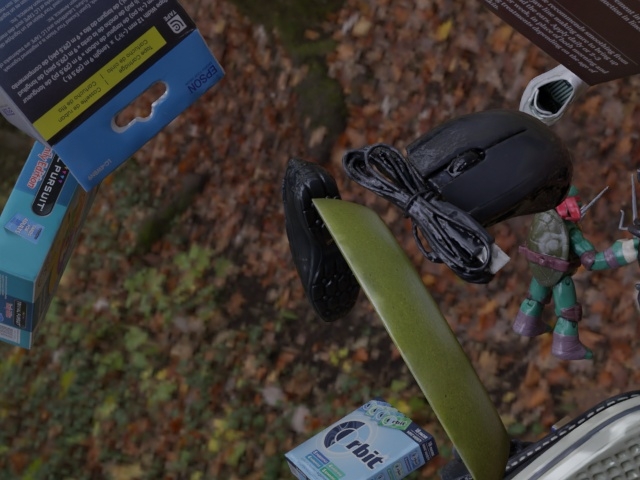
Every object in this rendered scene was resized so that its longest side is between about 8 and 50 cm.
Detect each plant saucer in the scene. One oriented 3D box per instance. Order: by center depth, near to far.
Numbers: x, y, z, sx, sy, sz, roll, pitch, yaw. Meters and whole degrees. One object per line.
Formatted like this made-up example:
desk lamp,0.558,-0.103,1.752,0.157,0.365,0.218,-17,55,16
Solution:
plant saucer,0.069,0.067,0.768,0.037,0.241,0.241,-30,23,0

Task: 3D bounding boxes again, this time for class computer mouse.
computer mouse,0.170,-0.071,1.088,0.188,0.272,0.072,43,130,21

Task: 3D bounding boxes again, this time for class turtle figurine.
turtle figurine,0.295,0.016,1.318,0.175,0.118,0.234,-122,38,-66

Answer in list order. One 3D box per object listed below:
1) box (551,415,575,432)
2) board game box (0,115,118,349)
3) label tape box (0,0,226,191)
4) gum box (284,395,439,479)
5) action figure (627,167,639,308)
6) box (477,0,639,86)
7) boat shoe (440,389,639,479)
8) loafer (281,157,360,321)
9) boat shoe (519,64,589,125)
box,0.354,0.306,1.238,0.225,0.036,0.136,29,132,43
board game box,-0.377,-0.047,1.557,0.254,0.079,0.336,121,167,-61
label tape box,-0.319,-0.269,1.361,0.249,0.348,0.115,-44,22,-19
gum box,0.062,0.329,1.694,0.157,0.184,0.041,29,144,56
action figure,0.344,-0.011,0.981,0.275,0.141,0.164,-37,-49,-71
box,0.306,-0.256,0.863,0.381,0.191,0.143,-5,60,57
boat shoe,0.196,0.270,1.102,0.500,0.187,0.156,122,152,-46
loafer,0.000,0.000,1.329,0.078,0.076,0.223,-129,22,-51
boat shoe,0.382,-0.243,1.860,0.076,0.083,0.226,-39,-7,-25
